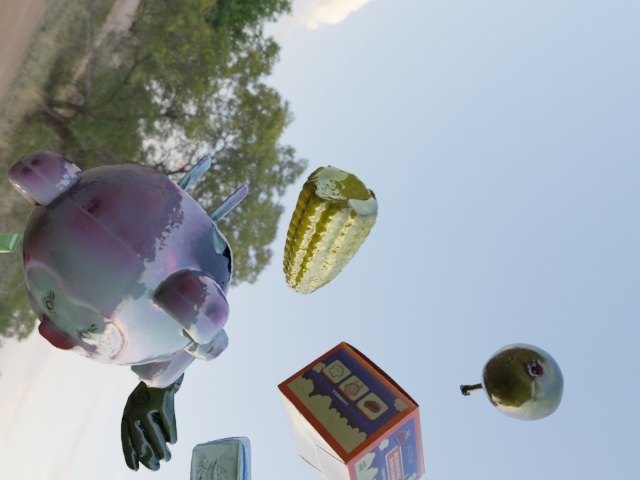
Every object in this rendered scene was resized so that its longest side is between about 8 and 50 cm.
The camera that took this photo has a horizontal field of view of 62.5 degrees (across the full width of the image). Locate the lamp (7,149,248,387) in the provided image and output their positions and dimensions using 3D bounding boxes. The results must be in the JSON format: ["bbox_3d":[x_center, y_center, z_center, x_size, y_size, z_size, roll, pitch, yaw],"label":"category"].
[{"bbox_3d":[-0.183,0.030,0.588,0.247,0.247,0.301,-45,170,-21],"label":"lamp"}]

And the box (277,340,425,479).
[{"bbox_3d":[0.092,0.533,1.474,0.257,0.348,0.319,-30,-140,-25],"label":"box"}]

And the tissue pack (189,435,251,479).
[{"bbox_3d":[-0.264,0.641,1.427,0.263,0.146,0.198,103,-16,-71],"label":"tissue pack"}]

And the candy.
[{"bbox_3d":[0.000,0.000,0.707,0.094,0.106,0.199,-98,-155,-43],"label":"candy"}]

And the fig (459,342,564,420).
[{"bbox_3d":[0.377,0.299,1.060,0.259,0.151,0.151,103,0,-61],"label":"fig"}]

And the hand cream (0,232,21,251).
[{"bbox_3d":[-0.966,0.007,1.515,0.095,0.175,0.046,-113,-151,-55],"label":"hand cream"}]

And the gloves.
[{"bbox_3d":[-0.327,0.319,1.052,0.135,0.107,0.268,-28,-135,46],"label":"gloves"}]
